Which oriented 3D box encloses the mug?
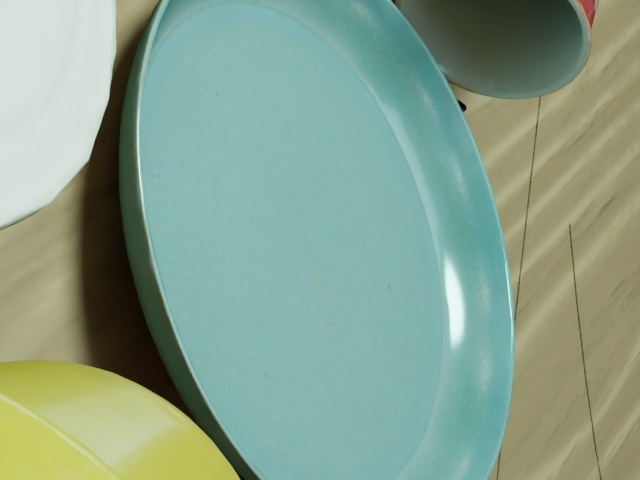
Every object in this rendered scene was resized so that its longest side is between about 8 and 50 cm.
[{"bbox_3d":[0.114,-0.193,0.994,0.150,0.113,0.169,58,43,-39],"label":"mug"}]

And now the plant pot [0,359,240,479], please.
[{"bbox_3d":[-0.120,0.142,0.509,0.239,0.254,0.254,-33,113,-74],"label":"plant pot"}]

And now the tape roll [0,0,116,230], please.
[{"bbox_3d":[-0.163,-0.116,0.398,0.286,0.100,0.286,55,22,-37],"label":"tape roll"}]

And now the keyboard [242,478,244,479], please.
[{"bbox_3d":[-0.011,0.129,0.884,0.100,0.038,0.192,-14,89,-49],"label":"keyboard"}]

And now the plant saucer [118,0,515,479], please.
[{"bbox_3d":[0.000,0.000,0.874,0.317,0.043,0.318,27,55,-48],"label":"plant saucer"}]

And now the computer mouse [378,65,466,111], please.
[{"bbox_3d":[0.056,-0.170,1.041,0.106,0.042,0.193,18,75,-52],"label":"computer mouse"}]
